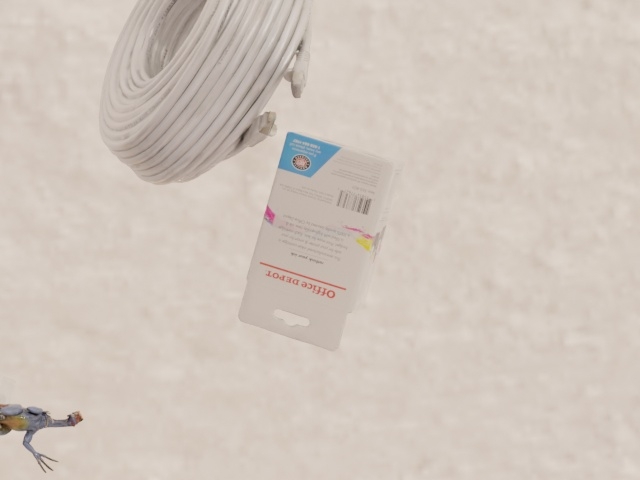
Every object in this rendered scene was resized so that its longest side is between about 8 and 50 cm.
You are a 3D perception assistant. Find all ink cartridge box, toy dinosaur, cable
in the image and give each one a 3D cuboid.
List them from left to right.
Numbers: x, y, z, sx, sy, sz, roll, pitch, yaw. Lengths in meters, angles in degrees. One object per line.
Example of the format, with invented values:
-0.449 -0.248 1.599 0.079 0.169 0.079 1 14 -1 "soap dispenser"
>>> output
-0.231 0.136 1.363 0.082 0.090 0.047 -8 142 -54 "toy dinosaur"
-0.105 -0.169 1.517 0.089 0.257 0.257 29 138 -26 "cable"
0.000 0.000 1.587 0.104 0.181 0.061 18 -173 12 "ink cartridge box"

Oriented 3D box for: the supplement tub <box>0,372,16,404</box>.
-0.394 0.152 1.579 0.200 0.144 0.144 21 148 -11 "supplement tub"
